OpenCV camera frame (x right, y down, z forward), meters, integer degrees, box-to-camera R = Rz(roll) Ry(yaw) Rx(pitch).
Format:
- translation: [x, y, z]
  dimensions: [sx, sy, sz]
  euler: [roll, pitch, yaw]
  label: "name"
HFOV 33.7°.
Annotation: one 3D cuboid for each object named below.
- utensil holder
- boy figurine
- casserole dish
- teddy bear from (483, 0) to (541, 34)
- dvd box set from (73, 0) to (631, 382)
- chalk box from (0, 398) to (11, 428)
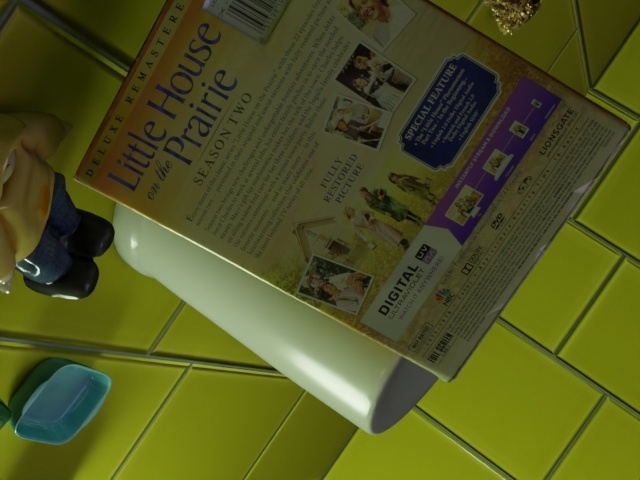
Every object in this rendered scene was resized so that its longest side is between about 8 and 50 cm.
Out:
- translation: [0.000, 0.000, 1.283]
  dimensions: [0.327, 0.385, 0.327]
  euler: [-46, 158, -24]
  label: "utensil holder"
- translation: [-0.275, -0.046, 0.982]
  dimensions: [0.285, 0.092, 0.177]
  euler: [81, 25, -66]
  label: "boy figurine"
- translation: [-0.336, 0.201, 1.353]
  dimensions: [0.114, 0.037, 0.188]
  euler: [-53, 160, -5]
  label: "casserole dish"
- translation: [0.358, -0.479, 1.790]
  dimensions: [0.245, 0.113, 0.338]
  euler: [-50, 169, 8]
  label: "teddy bear"
- translation: [0.026, -0.087, 0.988]
  dimensions: [0.307, 0.420, 0.062]
  euler: [-59, -169, 17]
  label: "dvd box set"
- translation: [-0.369, 0.148, 0.917]
  dimensions: [0.132, 0.213, 0.132]
  euler: [-48, 160, -18]
  label: "chalk box"
